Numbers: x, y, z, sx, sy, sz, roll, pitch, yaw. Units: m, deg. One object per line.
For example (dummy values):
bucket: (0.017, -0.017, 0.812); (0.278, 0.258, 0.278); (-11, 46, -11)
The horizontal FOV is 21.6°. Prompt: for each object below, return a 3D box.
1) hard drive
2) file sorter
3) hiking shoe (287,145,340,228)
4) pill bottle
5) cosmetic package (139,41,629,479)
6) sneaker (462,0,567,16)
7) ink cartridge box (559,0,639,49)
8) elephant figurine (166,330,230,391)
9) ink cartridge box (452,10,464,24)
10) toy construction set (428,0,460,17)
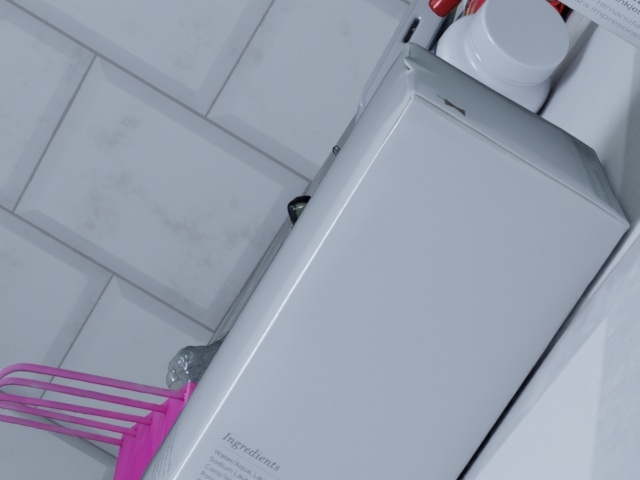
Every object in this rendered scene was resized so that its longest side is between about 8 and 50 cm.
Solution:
hard drive: (0.104, -0.195, 2.161); (0.233, 0.047, 0.353); (-61, -7, -17)
file sorter: (-0.232, 0.231, 1.458); (0.291, 0.182, 0.202); (140, 141, -67)
hiking shoe: (0.000, 0.000, 2.029); (0.227, 0.114, 0.086); (-59, 4, 5)
pill bottle: (0.138, -0.133, 1.452); (0.108, 0.108, 0.180); (-62, 6, -36)
cosmetic package: (0.022, 0.076, 1.049); (0.365, 0.155, 0.197); (-57, 6, 16)
sneaker: (0.215, -0.246, 1.589); (0.279, 0.107, 0.118); (122, 158, -59)
ink cartridge box: (0.197, -0.242, 0.929); (0.114, 0.198, 0.273); (-62, 5, -27)
elephant figurine: (-0.093, 0.167, 1.653); (0.239, 0.186, 0.169); (137, 130, -74)
ink cartridge box: (0.180, -0.241, 2.040); (0.088, 0.052, 0.122); (-61, 5, -26)
toy construction set: (0.201, -0.376, 1.815); (0.237, 0.257, 0.309); (-44, 25, 20)
